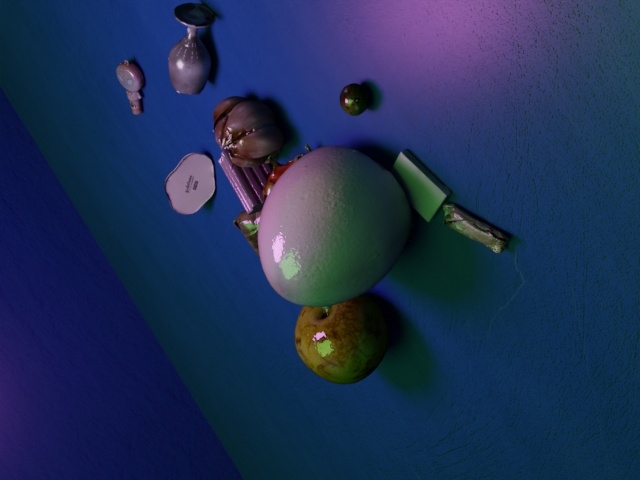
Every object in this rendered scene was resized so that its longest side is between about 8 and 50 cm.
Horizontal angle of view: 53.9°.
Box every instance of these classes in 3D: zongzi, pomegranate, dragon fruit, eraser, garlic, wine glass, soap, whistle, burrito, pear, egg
[{"bbox_3d":[-0.136,-0.026,1.956,0.204,0.094,0.205,-22,111,27],"label":"zongzi"},{"bbox_3d":[0.073,-0.329,1.450,0.084,0.073,0.073,51,149,39],"label":"pomegranate"},{"bbox_3d":[-0.083,-0.168,1.713,0.236,0.137,0.135,108,159,-47],"label":"dragon fruit"},{"bbox_3d":[0.223,-0.127,1.451,0.150,0.023,0.104,47,145,16],"label":"eraser"},{"bbox_3d":[-0.195,-0.312,1.733,0.160,0.191,0.214,-23,85,31],"label":"garlic"},{"bbox_3d":[-0.370,-0.542,1.800,0.126,0.126,0.241,43,141,22],"label":"wine glass"},{"bbox_3d":[-0.201,-0.185,1.842,0.203,0.122,0.065,60,150,13],"label":"soap"},{"bbox_3d":[-0.666,-0.546,2.239,0.107,0.057,0.220,26,140,20],"label":"whistle"},{"bbox_3d":[0.332,-0.027,1.374,0.171,0.042,0.051,31,140,31],"label":"burrito"},{"bbox_3d":[0.063,0.269,1.761,0.283,0.283,0.284,32,138,34],"label":"pear"},{"bbox_3d":[0.000,0.000,1.494,0.354,0.340,0.355,26,143,22],"label":"egg"}]

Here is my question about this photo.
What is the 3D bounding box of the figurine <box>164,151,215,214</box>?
[{"bbox_3d":[-0.451,-0.229,2.189,0.250,0.166,0.141,-55,30,29],"label":"figurine"}]
